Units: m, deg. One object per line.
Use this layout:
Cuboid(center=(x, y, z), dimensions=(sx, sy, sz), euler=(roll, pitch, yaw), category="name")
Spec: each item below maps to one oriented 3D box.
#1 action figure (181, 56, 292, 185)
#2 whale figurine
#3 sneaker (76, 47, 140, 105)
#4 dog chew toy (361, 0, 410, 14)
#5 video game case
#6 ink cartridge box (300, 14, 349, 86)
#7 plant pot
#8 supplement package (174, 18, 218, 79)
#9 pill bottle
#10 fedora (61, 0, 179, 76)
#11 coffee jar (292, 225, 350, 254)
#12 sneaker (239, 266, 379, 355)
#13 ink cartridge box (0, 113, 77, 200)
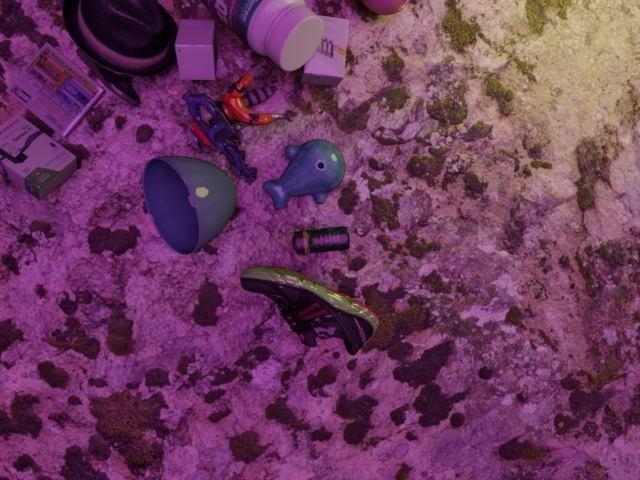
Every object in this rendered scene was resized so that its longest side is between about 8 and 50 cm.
Cuboid(center=(-0.259, -0.357, 1.455), dimensions=(0.329, 0.179, 0.342), euler=(-24, 125, 2), category="action figure")
Cuboid(center=(-0.048, -0.205, 1.472), dimensions=(0.271, 0.141, 0.216), euler=(-31, 98, -3), category="whale figurine")
Cuboid(center=(-0.607, -0.520, 1.402), dimensions=(0.130, 0.087, 0.228), euler=(-40, 93, 4), category="sneaker")
Cuboid(center=(0.151, -0.854, 1.419), dimensions=(0.206, 0.206, 0.332), euler=(-45, 90, -1), category="dog chew toy")
Cuboid(center=(-0.801, -0.454, 1.417), dimensions=(0.212, 0.023, 0.193), euler=(40, 89, -8), category="video game case")
Cuboid(center=(0.010, -0.584, 1.452), dimensions=(0.127, 0.128, 0.177), euler=(5, 95, -8), category="ink cartridge box")
Cuboid(center=(-0.366, -0.126, 1.396), dimensions=(0.195, 0.290, 0.291), euler=(-27, 99, -40), category="plant pot")
Cuboid(center=(-0.360, -0.562, 1.373), dimensions=(0.104, 0.180, 0.105), euler=(-1, 136, -7), category="supplement package")
Cuboid(center=(-0.173, -0.664, 1.331), dimensions=(0.204, 0.204, 0.361), euler=(-45, 77, -1), category="pill bottle")
Cuboid(center=(-0.547, -0.636, 1.316), dimensions=(0.333, 0.152, 0.335), euler=(8, 72, -24), category="fedora")
Cuboid(center=(0.000, 0.000, 1.518), dimensions=(0.184, 0.096, 0.079), euler=(-7, 93, -7), category="coffee jar")
Cuboid(center=(-0.045, 0.227, 1.490), dimensions=(0.482, 0.185, 0.203), euler=(26, 87, -7), category="sneaker")
Cuboid(center=(-0.853, -0.245, 1.366), dimensions=(0.208, 0.087, 0.153), euler=(37, 57, -8), category="ink cartridge box")
